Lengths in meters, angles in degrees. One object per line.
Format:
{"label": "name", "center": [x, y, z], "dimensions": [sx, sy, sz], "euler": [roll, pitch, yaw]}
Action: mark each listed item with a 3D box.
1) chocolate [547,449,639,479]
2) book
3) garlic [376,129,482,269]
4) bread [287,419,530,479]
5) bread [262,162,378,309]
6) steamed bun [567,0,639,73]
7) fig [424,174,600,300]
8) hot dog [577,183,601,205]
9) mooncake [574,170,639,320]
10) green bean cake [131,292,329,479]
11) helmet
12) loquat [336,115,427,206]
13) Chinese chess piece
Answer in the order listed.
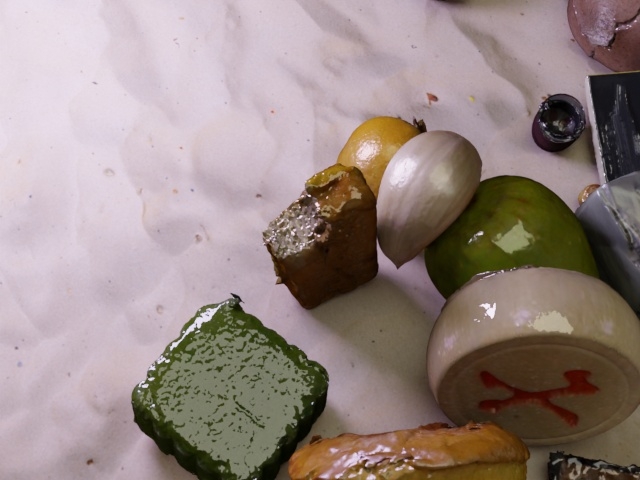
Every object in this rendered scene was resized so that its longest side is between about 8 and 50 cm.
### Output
{"label": "chocolate", "center": [0.520, 0.414, 1.461], "dimensions": [0.329, 0.065, 0.102], "euler": [11, 81, 2]}
{"label": "book", "center": [0.716, -0.213, 1.787], "dimensions": [0.374, 0.028, 0.262], "euler": [-6, 80, -8]}
{"label": "garlic", "center": [0.173, -0.072, 1.486], "dimensions": [0.145, 0.164, 0.245], "euler": [31, 86, 18]}
{"label": "bread", "center": [0.130, 0.365, 1.302], "dimensions": [0.337, 0.358, 0.204], "euler": [-4, 81, 19]}
{"label": "bread", "center": [0.000, 0.000, 1.447], "dimensions": [0.185, 0.380, 0.109], "euler": [-21, 71, -4]}
{"label": "steamed bun", "center": [0.629, -0.472, 1.849], "dimensions": [0.199, 0.251, 0.301], "euler": [-41, 69, -11]}
{"label": "fig", "center": [0.343, 0.045, 1.540], "dimensions": [0.326, 0.258, 0.258], "euler": [39, 63, -11]}
{"label": "hot dog", "center": [0.554, -0.010, 1.695], "dimensions": [0.066, 0.047, 0.215], "euler": [-31, 69, -4]}
{"label": "mooncake", "center": [0.537, 0.031, 1.557], "dimensions": [0.136, 0.254, 0.250], "euler": [-24, 70, -18]}
{"label": "green bean cake", "center": [-0.140, 0.252, 1.431], "dimensions": [0.250, 0.156, 0.247], "euler": [33, 66, 12]}
{"label": "helmet", "center": [0.464, -0.224, 1.787], "dimensions": [0.098, 0.070, 0.123], "euler": [31, 57, 4]}
{"label": "loquat", "center": [0.130, -0.123, 1.629], "dimensions": [0.208, 0.208, 0.208], "euler": [2, 62, -4]}
{"label": "Chinese chess piece", "center": [0.334, 0.185, 1.409], "dimensions": [0.338, 0.338, 0.140], "euler": [8, 49, -1]}
